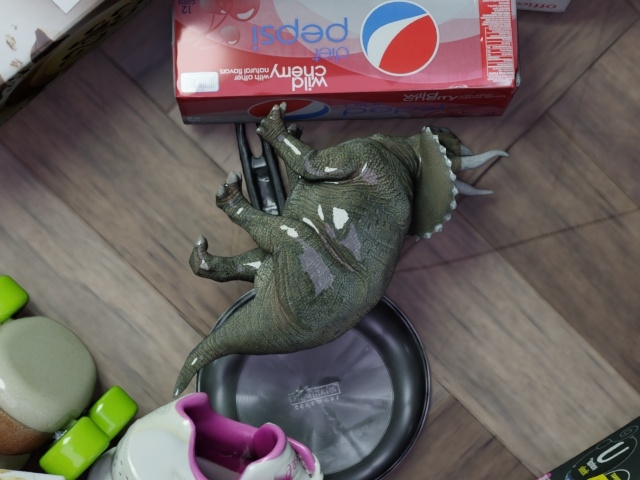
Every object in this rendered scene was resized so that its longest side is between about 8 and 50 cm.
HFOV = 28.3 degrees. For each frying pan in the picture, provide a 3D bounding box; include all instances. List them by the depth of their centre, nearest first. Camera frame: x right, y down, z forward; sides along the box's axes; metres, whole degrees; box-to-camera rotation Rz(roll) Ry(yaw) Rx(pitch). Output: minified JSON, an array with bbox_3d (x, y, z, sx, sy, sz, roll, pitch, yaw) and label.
[{"bbox_3d":[0.004,0.062,1.044,0.197,0.053,0.326,9,98,-4],"label":"frying pan"}]

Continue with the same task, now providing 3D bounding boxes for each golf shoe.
[{"bbox_3d":[-0.027,0.227,0.994,0.306,0.115,0.140,29,118,-15],"label":"golf shoe"}]

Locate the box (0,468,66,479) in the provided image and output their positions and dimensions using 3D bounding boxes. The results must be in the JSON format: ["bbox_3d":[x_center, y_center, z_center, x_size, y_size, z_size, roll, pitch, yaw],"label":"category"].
[{"bbox_3d":[-0.338,0.207,0.967,0.324,0.067,0.063,3,126,21],"label":"box"}]

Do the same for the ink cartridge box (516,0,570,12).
[{"bbox_3d":[0.156,-0.239,0.978,0.092,0.143,0.090,5,78,-2],"label":"ink cartridge box"}]

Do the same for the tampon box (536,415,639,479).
[{"bbox_3d":[0.278,0.208,1.027,0.161,0.120,0.101,-33,96,1],"label":"tampon box"}]

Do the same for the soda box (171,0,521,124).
[{"bbox_3d":[0.019,-0.142,0.993,0.263,0.092,0.083,-1,81,-1],"label":"soda box"}]

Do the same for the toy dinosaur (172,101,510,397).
[{"bbox_3d":[0.000,0.000,0.966,0.160,0.121,0.313,34,74,10],"label":"toy dinosaur"}]

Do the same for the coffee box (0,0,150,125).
[{"bbox_3d":[-0.200,-0.204,0.948,0.297,0.168,0.119,-39,95,2],"label":"coffee box"}]

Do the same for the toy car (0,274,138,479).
[{"bbox_3d":[-0.269,0.151,1.001,0.188,0.149,0.155,-44,92,14],"label":"toy car"}]
